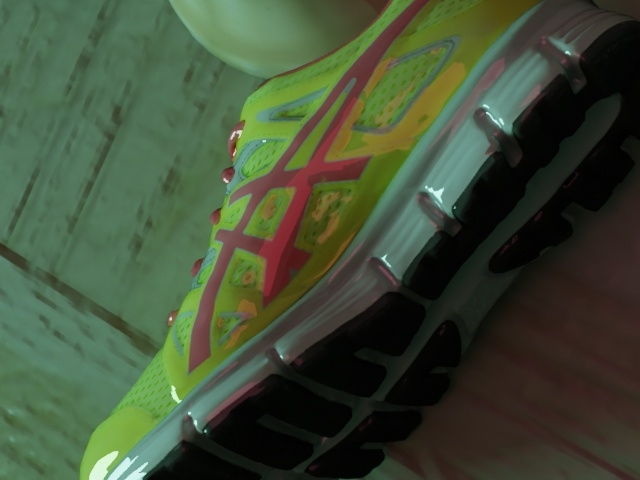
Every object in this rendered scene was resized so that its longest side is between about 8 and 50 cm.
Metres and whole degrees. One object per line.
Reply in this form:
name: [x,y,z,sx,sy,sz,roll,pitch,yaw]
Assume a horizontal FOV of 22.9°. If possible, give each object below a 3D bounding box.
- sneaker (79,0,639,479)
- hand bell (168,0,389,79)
sneaker: [0.000,0.000,0.456,0.208,0.081,0.094,-46,57,8]
hand bell: [-0.057,-0.128,0.404,0.126,0.242,0.126,-5,80,28]
